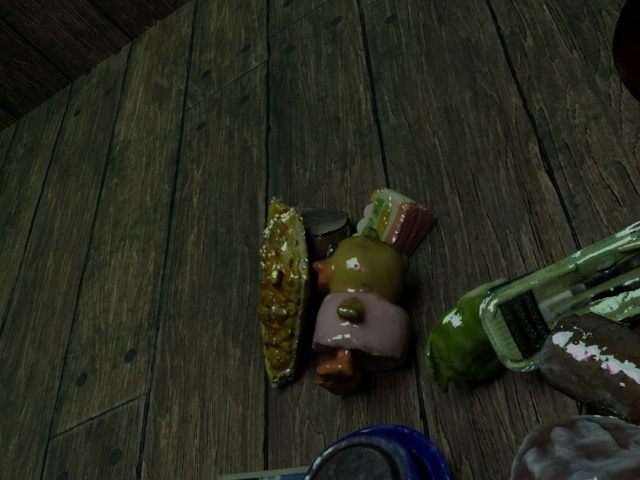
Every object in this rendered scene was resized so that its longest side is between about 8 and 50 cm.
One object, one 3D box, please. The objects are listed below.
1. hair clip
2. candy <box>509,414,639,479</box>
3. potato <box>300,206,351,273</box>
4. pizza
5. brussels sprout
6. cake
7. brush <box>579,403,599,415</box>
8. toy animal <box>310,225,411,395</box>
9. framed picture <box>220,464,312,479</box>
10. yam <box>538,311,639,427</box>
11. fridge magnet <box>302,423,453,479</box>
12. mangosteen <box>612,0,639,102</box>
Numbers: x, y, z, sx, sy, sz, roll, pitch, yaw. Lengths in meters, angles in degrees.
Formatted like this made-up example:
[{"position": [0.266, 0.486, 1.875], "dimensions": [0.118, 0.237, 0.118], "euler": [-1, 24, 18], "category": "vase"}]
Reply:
[{"position": [0.383, 0.068, 1.113], "dimensions": [0.321, 0.138, 0.091], "euler": [-25, 2, 8], "category": "hair clip"}, {"position": [0.329, 0.317, 0.861], "dimensions": [0.214, 0.157, 0.289], "euler": [-27, 26, -1], "category": "candy"}, {"position": [-0.001, 0.002, 1.575], "dimensions": [0.120, 0.100, 0.261], "euler": [-13, 16, -20], "category": "potato"}, {"position": [-0.076, 0.094, 1.461], "dimensions": [0.087, 0.268, 0.257], "euler": [2, 33, -6], "category": "pizza"}, {"position": [0.231, 0.140, 1.182], "dimensions": [0.181, 0.139, 0.100], "euler": [-39, 46, 3], "category": "brussels sprout"}, {"position": [0.102, 0.006, 1.457], "dimensions": [0.225, 0.090, 0.109], "euler": [-52, 44, -5], "category": "cake"}, {"position": [0.349, 0.276, 1.031], "dimensions": [0.042, 0.039, 0.299], "euler": [-10, 51, 36], "category": "brush"}, {"position": [0.068, 0.105, 1.323], "dimensions": [0.169, 0.195, 0.281], "euler": [-2, 65, 4], "category": "toy animal"}, {"position": [-0.083, 0.460, 1.276], "dimensions": [0.260, 0.023, 0.189], "euler": [-16, 44, 33], "category": "framed picture"}, {"position": [0.414, 0.185, 0.958], "dimensions": [0.280, 0.131, 0.131], "euler": [29, 78, 41], "category": "yam"}, {"position": [0.067, 0.383, 1.129], "dimensions": [0.266, 0.112, 0.265], "euler": [-23, 42, 22], "category": "fridge magnet"}, {"position": [0.578, -0.321, 1.151], "dimensions": [0.297, 0.293, 0.297], "euler": [1, 30, -1], "category": "mangosteen"}]
